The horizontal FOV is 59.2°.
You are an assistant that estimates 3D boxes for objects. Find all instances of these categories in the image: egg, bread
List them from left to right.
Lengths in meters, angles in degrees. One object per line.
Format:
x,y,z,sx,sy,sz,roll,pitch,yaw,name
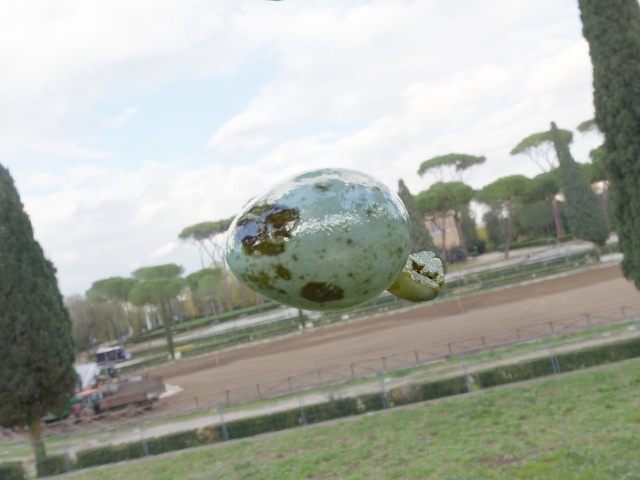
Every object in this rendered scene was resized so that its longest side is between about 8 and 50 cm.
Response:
0.000,0.000,0.650,0.231,0.169,0.169,-8,-7,-35,egg
0.216,0.097,1.301,0.156,0.110,0.103,-13,-30,-23,bread
